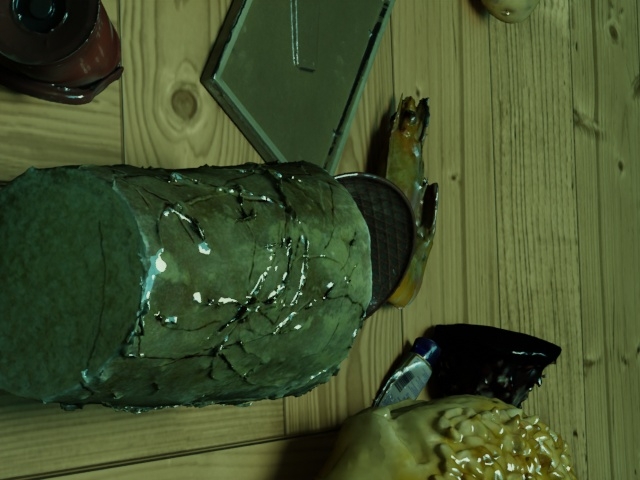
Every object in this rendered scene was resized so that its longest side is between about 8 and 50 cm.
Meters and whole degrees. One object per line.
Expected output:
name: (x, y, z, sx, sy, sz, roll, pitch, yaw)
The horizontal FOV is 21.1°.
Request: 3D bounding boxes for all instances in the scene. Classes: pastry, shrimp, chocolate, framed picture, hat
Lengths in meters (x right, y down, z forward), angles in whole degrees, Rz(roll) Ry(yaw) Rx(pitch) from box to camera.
pastry: (0.137, 0.342, 1.800, 0.409, 0.245, 0.410, -10, 103, -55)
shrimp: (0.099, -0.044, 1.969, 0.150, 0.068, 0.249, 19, 76, -68)
chocolate: (0.198, 0.176, 2.047, 0.156, 0.156, 0.133, -6, 108, -57)
framed picture: (-0.015, -0.220, 1.839, 0.232, 0.024, 0.315, 52, 48, -42)
hat: (0.000, 0.000, 1.798, 0.193, 0.082, 0.193, -14, 124, -22)

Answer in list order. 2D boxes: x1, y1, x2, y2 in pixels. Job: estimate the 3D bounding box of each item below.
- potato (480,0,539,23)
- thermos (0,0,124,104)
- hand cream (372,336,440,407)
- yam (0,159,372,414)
potato: (0.248, -0.400, 2.164, 0.161, 0.128, 0.235, 39, 61, -45)
thermos: (-0.212, -0.170, 1.411, 0.232, 0.099, 0.124, 86, 25, -85)
hand cream: (0.091, 0.182, 1.961, 0.163, 0.039, 0.062, -61, 138, -31)
yam: (-0.122, 0.034, 1.468, 0.348, 0.241, 0.241, -1, 88, -54)
